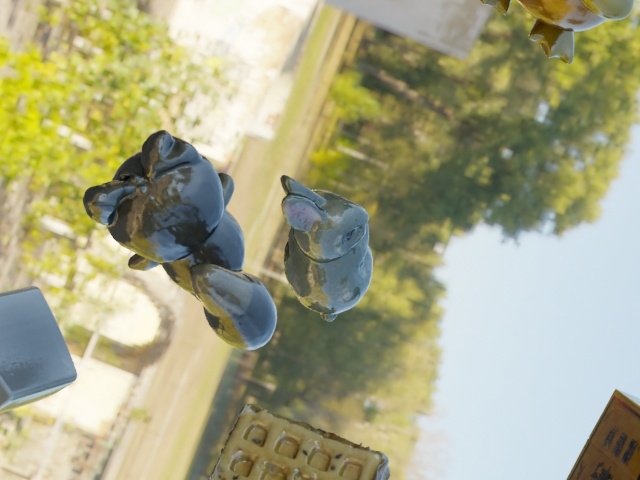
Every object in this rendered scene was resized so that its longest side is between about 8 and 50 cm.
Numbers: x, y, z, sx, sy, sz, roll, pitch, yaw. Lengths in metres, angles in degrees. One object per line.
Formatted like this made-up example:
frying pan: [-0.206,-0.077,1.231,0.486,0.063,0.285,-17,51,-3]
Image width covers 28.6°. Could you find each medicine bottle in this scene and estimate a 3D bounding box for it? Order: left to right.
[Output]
medicine bottle: [-0.378,0.131,1.418,0.088,0.132,0.188,-27,173,25]

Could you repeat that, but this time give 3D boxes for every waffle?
waffle: [-0.077,0.443,1.872,0.114,0.261,0.376,101,14,-52]

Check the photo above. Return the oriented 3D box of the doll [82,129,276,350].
doll: [-0.220,-0.016,2.249,0.252,0.379,0.382,-52,145,-7]

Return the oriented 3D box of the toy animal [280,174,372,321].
toy animal: [0.010,0.001,1.453,0.236,0.108,0.138,90,-2,-71]

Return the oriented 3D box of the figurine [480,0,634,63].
figurine: [0.299,-0.321,1.380,0.228,0.215,0.215,-5,-119,67]

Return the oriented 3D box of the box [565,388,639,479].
box: [0.435,0.391,1.851,0.301,0.084,0.193,-63,-164,5]
